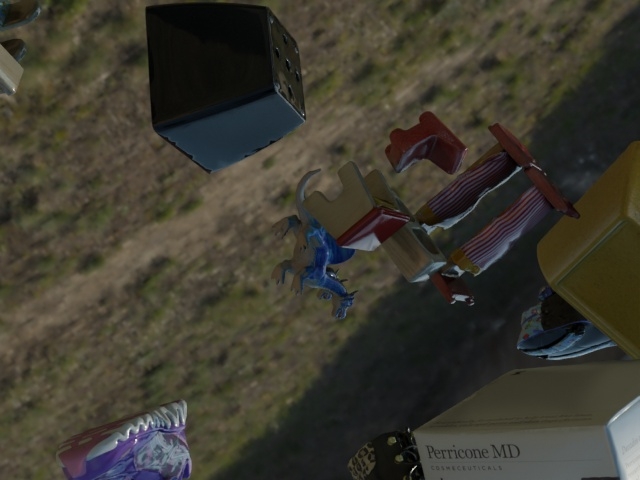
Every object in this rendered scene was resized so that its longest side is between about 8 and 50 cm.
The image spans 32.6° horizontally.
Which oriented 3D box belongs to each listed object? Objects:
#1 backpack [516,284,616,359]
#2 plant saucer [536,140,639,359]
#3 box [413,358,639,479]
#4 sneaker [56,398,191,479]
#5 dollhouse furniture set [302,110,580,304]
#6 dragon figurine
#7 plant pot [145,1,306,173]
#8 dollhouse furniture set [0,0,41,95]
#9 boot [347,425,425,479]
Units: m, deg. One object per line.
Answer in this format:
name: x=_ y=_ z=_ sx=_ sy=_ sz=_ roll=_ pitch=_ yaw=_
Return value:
backpack: x=0.431 y=0.143 z=1.922 sx=0.158 sy=0.117 sz=0.173 roll=14 pitch=150 yaw=-35
plant saucer: x=0.474 y=0.067 z=1.522 sx=0.081 sy=0.333 sz=0.333 roll=-44 pitch=171 yaw=-30
box: x=0.207 y=0.180 z=0.906 sx=0.181 sy=0.119 sz=0.182 roll=-11 pitch=-175 yaw=41
sneaker: x=-0.201 y=0.243 z=1.202 sx=0.095 sy=0.105 sz=0.236 roll=-16 pitch=175 yaw=15
dollhouse furniture set: x=0.164 y=-0.038 z=1.342 sx=0.201 sy=0.152 sz=0.374 roll=-42 pitch=162 yaw=16
dragon figurine: x=0.000 y=0.000 z=1.782 sx=0.144 sy=0.085 sz=0.289 roll=-20 pitch=121 yaw=-42
plant pot: x=-0.121 y=-0.220 z=1.503 sx=0.167 sy=0.188 sz=0.187 roll=-11 pitch=161 yaw=17
dollhouse furniture set: x=-0.436 y=-0.287 z=1.336 sx=0.161 sy=0.242 sz=0.212 roll=-9 pitch=144 yaw=24
boot: x=0.126 y=0.287 z=1.250 sx=0.085 sy=0.179 sz=0.236 roll=1 pitch=143 yaw=-38
